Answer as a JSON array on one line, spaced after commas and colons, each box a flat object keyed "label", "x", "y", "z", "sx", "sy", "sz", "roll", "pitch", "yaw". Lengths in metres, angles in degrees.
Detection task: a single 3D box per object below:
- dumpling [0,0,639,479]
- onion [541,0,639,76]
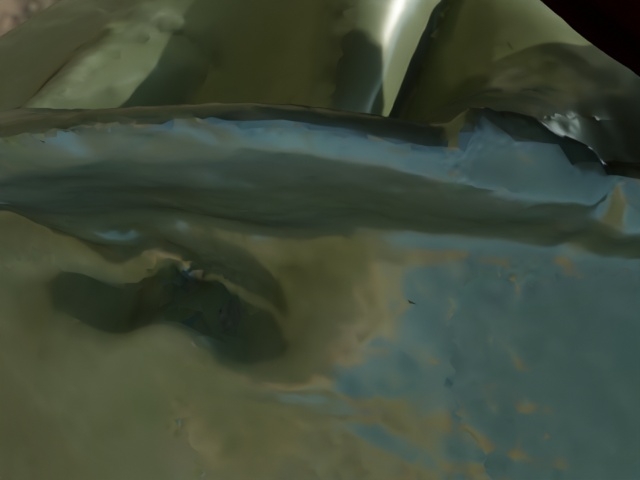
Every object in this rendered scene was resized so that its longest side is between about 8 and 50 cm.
[{"label": "dumpling", "x": 0.010, "y": 0.016, "z": 0.552, "sx": 0.270, "sy": 0.321, "sz": 0.211, "roll": -104, "pitch": 175, "yaw": -72}, {"label": "onion", "x": 0.135, "y": -0.088, "z": 0.357, "sx": 0.347, "sy": 0.348, "sz": 0.285, "roll": 83, "pitch": 31, "yaw": -72}]
